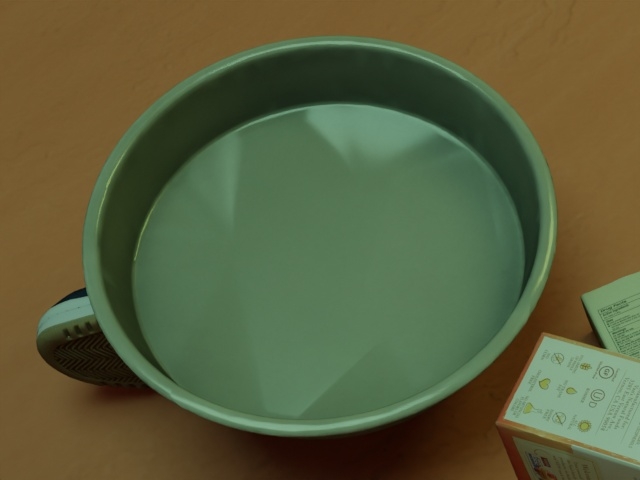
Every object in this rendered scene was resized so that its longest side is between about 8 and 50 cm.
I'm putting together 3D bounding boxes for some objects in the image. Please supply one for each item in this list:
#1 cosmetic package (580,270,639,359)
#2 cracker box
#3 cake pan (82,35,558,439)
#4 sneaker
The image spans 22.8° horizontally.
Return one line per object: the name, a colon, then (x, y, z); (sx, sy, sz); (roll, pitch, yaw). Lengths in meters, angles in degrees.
cosmetic package: (0.208, 0.075, 0.970); (0.060, 0.041, 0.115); (-22, 49, 5)
cracker box: (0.221, 0.142, 0.836); (0.232, 0.155, 0.067); (16, 60, 30)
cake pan: (0.000, 0.000, 0.993); (0.293, 0.054, 0.293); (-3, 56, 5)
sneaker: (-0.059, 0.001, 1.092); (0.282, 0.099, 0.153); (-13, 54, 3)
